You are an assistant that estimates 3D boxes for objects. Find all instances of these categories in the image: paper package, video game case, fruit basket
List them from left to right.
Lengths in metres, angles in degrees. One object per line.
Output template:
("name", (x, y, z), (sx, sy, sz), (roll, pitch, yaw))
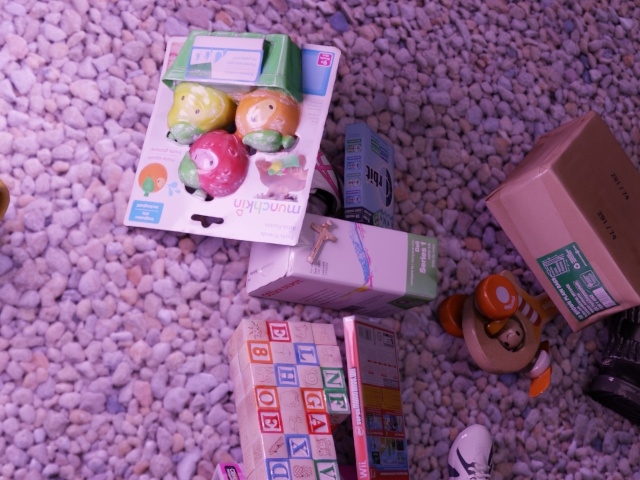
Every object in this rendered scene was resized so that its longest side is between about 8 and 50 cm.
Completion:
("fruit basket", (-0.155, -0.179, 1.864), (0.327, 0.165, 0.353), (8, 70, 21))
("video game case", (0.099, 0.283, 1.940), (0.204, 0.025, 0.285), (25, 57, -64))
("paper package", (0.513, -0.041, 2.167), (0.325, 0.168, 0.309), (55, 42, -6))

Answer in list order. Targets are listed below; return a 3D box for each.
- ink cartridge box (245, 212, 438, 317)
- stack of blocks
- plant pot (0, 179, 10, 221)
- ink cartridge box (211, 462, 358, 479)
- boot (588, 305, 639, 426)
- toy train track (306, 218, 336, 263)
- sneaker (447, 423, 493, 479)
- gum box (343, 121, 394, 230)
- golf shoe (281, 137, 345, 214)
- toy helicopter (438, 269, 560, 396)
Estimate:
("ink cartridge box", (0.035, 0.046, 1.941), (0.278, 0.201, 0.117), (11, 73, -23))
("stack of blocks", (-0.045, 0.283, 1.853), (0.171, 0.087, 0.297), (6, 54, -24))
("plant pot", (-0.631, -0.081, 1.637), (0.254, 0.254, 0.239), (-37, 81, -28))
("ink cartridge box", (0.012, 0.455, 1.860), (0.371, 0.175, 0.069), (8, 119, -26))
("boot", (0.720, 0.259, 2.264), (0.348, 0.131, 0.260), (31, 67, -16))
("toy train track", (0.000, 0.000, 1.813), (0.048, 0.014, 0.083), (33, 65, -13))
("sneaker", (0.292, 0.443, 2.002), (0.094, 0.153, 0.235), (31, 67, -18))
("gum box", (0.090, -0.105, 2.044), (0.157, 0.041, 0.184), (28, 60, -63))
("golf shoe", (-0.017, -0.128, 2.032), (0.186, 0.067, 0.086), (41, 66, -13))
("toy helicopter", (0.411, 0.159, 2.144), (0.355, 0.140, 0.235), (-21, 81, -41))
